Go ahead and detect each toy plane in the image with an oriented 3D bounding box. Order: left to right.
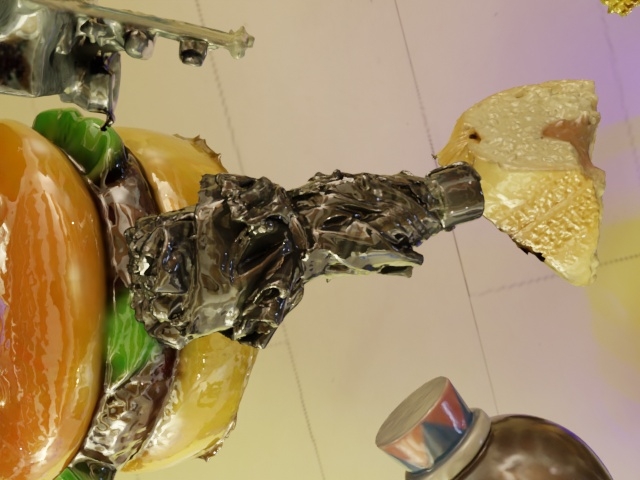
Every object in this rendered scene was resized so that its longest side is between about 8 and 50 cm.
[{"bbox_3d":[-0.125,-0.083,0.420,0.192,0.262,0.088,7,111,-3],"label":"toy plane"}]

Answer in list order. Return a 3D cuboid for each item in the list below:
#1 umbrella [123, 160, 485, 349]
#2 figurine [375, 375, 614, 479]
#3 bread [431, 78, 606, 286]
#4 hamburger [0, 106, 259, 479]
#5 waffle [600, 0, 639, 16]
[{"bbox_3d":[0.000,0.012,0.934,0.336,0.128,0.154,-4,103,-23],"label":"umbrella"},{"bbox_3d":[0.141,0.216,0.705,0.158,0.161,0.275,-28,71,-21],"label":"figurine"},{"bbox_3d":[0.238,-0.066,1.315,0.211,0.184,0.224,-1,127,-3],"label":"bread"},{"bbox_3d":[-0.268,0.051,1.078,0.277,0.395,0.396,-1,91,-40],"label":"hamburger"},{"bbox_3d":[0.345,-0.283,1.183,0.078,0.085,0.016,49,58,-36],"label":"waffle"}]
